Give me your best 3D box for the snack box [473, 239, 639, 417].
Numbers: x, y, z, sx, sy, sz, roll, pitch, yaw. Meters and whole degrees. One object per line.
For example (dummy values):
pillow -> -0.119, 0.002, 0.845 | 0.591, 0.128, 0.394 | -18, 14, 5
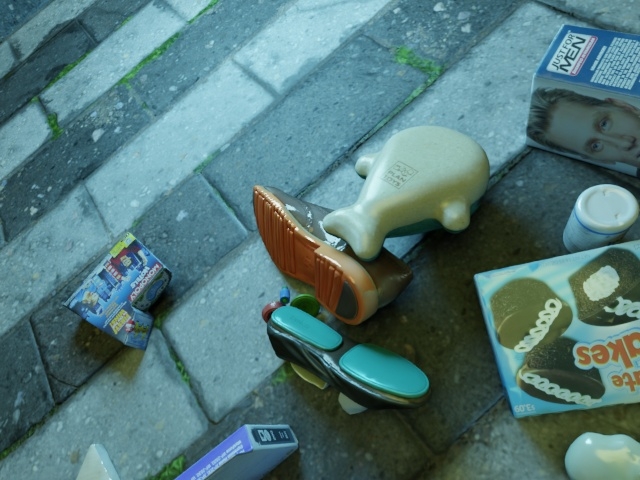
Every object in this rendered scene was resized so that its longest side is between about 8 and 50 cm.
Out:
snack box -> 0.383, 0.101, 0.527 | 0.322, 0.060, 0.187 | -14, 74, 13

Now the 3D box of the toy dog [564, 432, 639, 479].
toy dog -> 0.347, 0.323, 0.241 | 0.284, 0.408, 0.395 | -35, 81, 31

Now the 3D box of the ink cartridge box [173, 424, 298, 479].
ink cartridge box -> -0.150, 0.322, 0.550 | 0.206, 0.208, 0.045 | -38, 61, -1

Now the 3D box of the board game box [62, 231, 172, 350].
board game box -> -0.380, 0.113, 0.824 | 0.194, 0.060, 0.194 | 35, 81, 29

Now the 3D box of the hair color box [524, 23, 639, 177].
hair color box -> 0.480, -0.167, 0.575 | 0.347, 0.174, 0.105 | 28, 80, 30

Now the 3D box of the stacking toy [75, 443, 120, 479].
stacking toy -> -0.389, 0.486, 0.605 | 0.309, 0.130, 0.279 | 28, 78, 29

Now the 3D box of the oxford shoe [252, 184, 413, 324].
oxford shoe -> 0.000, 0.000, 0.726 | 0.133, 0.130, 0.364 | -22, 45, -29

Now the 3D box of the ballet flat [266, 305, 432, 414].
ballet flat -> 0.033, 0.187, 0.620 | 0.280, 0.095, 0.096 | 21, 118, 37

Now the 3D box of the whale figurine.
whale figurine -> 0.135, -0.060, 0.652 | 0.272, 0.141, 0.216 | -40, 54, -18

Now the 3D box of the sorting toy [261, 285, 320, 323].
sorting toy -> -0.053, 0.108, 0.716 | 0.102, 0.061, 0.042 | -17, 26, 4

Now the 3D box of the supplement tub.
supplement tub -> 0.384, -0.023, 0.579 | 0.071, 0.107, 0.071 | -9, 63, 17
